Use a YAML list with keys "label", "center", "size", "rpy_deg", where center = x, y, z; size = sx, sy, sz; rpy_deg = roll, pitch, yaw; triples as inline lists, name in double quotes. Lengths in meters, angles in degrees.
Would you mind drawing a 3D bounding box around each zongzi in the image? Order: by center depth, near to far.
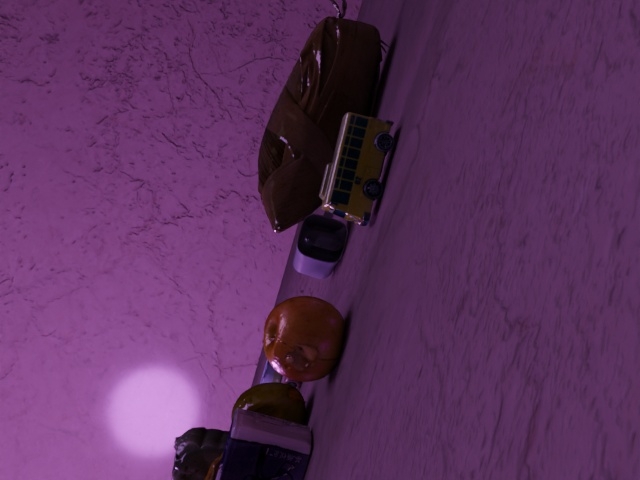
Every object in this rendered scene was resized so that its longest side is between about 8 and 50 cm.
- label: "zongzi"
  center: [0.022, -0.283, 1.972]
  size: [0.467, 0.218, 0.500]
  rpy_deg: [-98, 27, -72]

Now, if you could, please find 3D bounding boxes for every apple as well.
- label: "apple"
  center: [-0.031, 0.158, 1.527]
  size: [0.146, 0.146, 0.147]
  rpy_deg: [-164, 90, -86]

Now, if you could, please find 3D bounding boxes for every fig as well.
- label: "fig"
  center: [-0.092, 0.328, 1.712]
  size: [0.154, 0.144, 0.166]
  rpy_deg: [-23, -28, -46]

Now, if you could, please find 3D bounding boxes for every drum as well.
- label: "drum"
  center: [-0.119, 0.337, 2.489]
  size: [0.253, 0.049, 0.130]
  rpy_deg: [112, 173, -56]

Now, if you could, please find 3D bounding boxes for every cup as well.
- label: "cup"
  center: [0.000, 0.000, 1.930]
  size: [0.129, 0.095, 0.128]
  rpy_deg: [113, 172, -68]

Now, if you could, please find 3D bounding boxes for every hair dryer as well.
- label: "hair dryer"
  center: [-0.042, 0.255, 1.956]
  size: [0.063, 0.037, 0.114]
  rpy_deg: [-82, 16, -49]

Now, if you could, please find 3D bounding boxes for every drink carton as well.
- label: "drink carton"
  center: [-0.107, 0.408, 1.553]
  size: [0.102, 0.134, 0.222]
  rpy_deg: [-115, 41, -80]

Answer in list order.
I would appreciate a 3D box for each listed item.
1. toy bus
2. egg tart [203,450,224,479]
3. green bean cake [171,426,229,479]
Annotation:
- label: "toy bus"
  center: [0.060, -0.119, 1.574]
  size: [0.088, 0.101, 0.175]
  rpy_deg: [147, 138, -83]
- label: "egg tart"
  center: [-0.161, 0.533, 1.772]
  size: [0.297, 0.132, 0.297]
  rpy_deg: [12, -90, -72]
- label: "green bean cake"
  center: [-0.233, 0.535, 2.098]
  size: [0.125, 0.222, 0.227]
  rpy_deg: [-85, 8, -69]
